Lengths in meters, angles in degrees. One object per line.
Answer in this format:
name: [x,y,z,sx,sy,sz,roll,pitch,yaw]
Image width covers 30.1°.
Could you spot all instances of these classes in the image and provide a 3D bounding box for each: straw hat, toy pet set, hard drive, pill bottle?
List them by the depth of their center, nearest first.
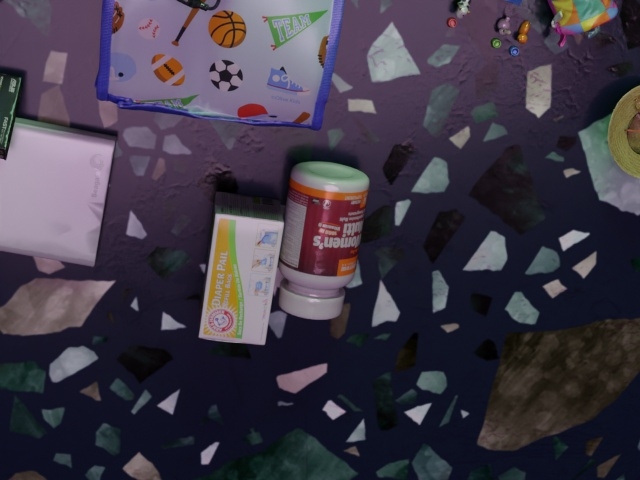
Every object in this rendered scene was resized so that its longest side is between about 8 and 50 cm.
toy pet set: [0.266,-0.338,1.745,0.122,0.065,0.114,20,106,-12]
hard drive: [-0.473,-0.084,1.773,0.307,0.040,0.203,10,107,-8]
pill bottle: [0.000,0.000,1.804,0.121,0.121,0.221,6,108,-8]
straw hat: [0.494,-0.165,1.829,0.144,0.061,0.145,0,92,-11]

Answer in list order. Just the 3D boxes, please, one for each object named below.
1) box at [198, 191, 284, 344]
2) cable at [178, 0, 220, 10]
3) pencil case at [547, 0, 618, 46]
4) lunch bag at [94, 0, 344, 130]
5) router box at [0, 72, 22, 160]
box: [-0.123,0.043,1.811,0.103,0.114,0.203,7,109,-8]
cable: [-0.177,-0.378,1.462,0.184,0.047,0.151,28,102,-5]
pencil case: [0.348,-0.405,1.715,0.104,0.104,0.236,-25,108,3]
lunch bag: [-0.128,-0.354,1.612,0.327,0.239,0.386,6,98,-6]
router box: [-0.484,-0.183,1.703,0.092,0.038,0.122,9,67,-10]
